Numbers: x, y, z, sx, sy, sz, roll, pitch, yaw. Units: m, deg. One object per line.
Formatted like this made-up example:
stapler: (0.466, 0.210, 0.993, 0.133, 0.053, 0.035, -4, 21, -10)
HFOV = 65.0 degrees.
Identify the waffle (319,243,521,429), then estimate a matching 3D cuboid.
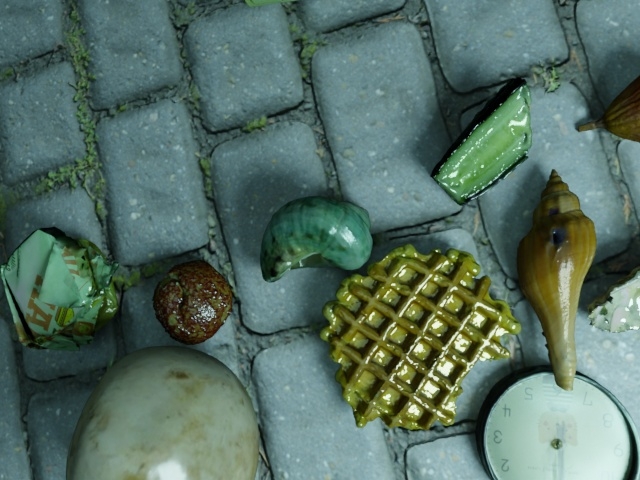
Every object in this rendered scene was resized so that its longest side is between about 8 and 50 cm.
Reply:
waffle: (0.150, 0.155, 0.784, 0.301, 0.058, 0.281, -33, 88, 3)

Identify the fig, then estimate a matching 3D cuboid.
fig: (0.482, -0.204, 0.751, 0.153, 0.119, 0.119, 13, 86, 19)

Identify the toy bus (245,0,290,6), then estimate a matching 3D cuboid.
toy bus: (-0.068, -0.486, 0.903, 0.175, 0.088, 0.101, -4, 81, 11)

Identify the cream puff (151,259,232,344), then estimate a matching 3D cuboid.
cream puff: (-0.228, 0.105, 0.867, 0.149, 0.084, 0.149, -2, 81, 11)

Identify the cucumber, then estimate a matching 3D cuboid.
cucumber: (0.261, -0.154, 0.804, 0.193, 0.115, 0.086, -49, 34, 7)

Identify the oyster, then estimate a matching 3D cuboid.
oyster: (0.482, 0.062, 0.733, 0.209, 0.133, 0.072, -38, 34, 17)

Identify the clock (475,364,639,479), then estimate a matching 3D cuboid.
clock: (0.349, 0.302, 0.748, 0.226, 0.049, 0.226, -2, 82, 11)

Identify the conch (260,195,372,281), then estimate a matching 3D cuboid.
conch: (-0.003, -0.002, 0.810, 0.188, 0.176, 0.122, -3, 59, -12)

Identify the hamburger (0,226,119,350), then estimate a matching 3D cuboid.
hamburger: (-0.443, 0.082, 0.894, 0.235, 0.125, 0.214, -34, 84, 9)

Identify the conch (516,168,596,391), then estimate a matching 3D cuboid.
conch: (0.348, 0.049, 0.741, 0.109, 0.093, 0.330, 0, 72, 21)

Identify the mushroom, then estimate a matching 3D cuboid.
mushroom: (-0.255, 0.314, 0.766, 0.290, 0.297, 0.297, -21, 79, 32)
